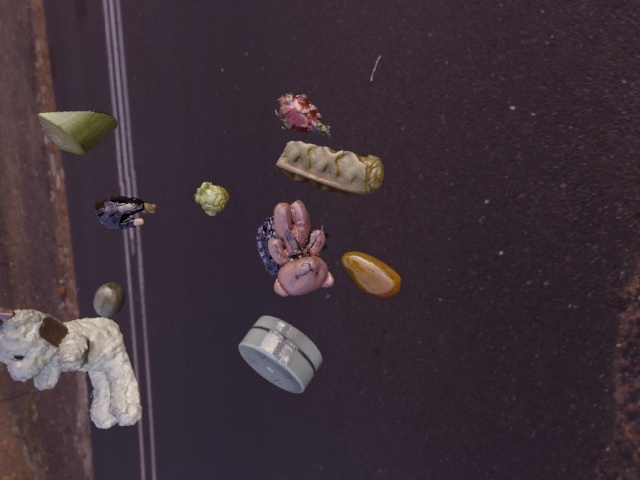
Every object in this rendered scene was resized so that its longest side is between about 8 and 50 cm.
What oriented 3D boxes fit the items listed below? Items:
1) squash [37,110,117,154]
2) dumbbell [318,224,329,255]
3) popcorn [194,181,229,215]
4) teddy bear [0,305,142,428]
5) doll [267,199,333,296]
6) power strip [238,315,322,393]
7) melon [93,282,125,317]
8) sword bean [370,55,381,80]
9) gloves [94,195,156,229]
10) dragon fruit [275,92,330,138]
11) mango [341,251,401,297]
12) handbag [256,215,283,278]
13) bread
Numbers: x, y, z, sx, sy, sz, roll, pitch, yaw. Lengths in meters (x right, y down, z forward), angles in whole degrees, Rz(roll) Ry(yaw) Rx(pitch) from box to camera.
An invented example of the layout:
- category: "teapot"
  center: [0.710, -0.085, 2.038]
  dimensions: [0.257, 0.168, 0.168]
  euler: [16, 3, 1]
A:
- category: "squash"
  center: [-0.875, -0.411, 1.682]
  dimensions: [0.204, 0.155, 0.237]
  euler: [27, 161, -5]
- category: "dumbbell"
  center: [0.000, 0.000, 1.993]
  dimensions: [0.069, 0.069, 0.147]
  euler: [-21, 53, 48]
- category: "popcorn"
  center: [-0.470, -0.189, 2.008]
  dimensions: [0.136, 0.141, 0.162]
  euler: [-4, 117, 18]
- category: "teddy bear"
  center: [-0.697, 0.336, 1.170]
  dimensions: [0.328, 0.362, 0.375]
  euler: [-21, 78, 37]
- category: "doll"
  center: [-0.063, 0.027, 1.431]
  dimensions: [0.156, 0.201, 0.303]
  euler: [-168, 66, -69]
- category: "power strip"
  center: [-0.174, 0.484, 1.942]
  dimensions: [0.358, 0.161, 0.357]
  euler: [26, 147, 18]
- category: "melon"
  center: [-0.711, 0.202, 1.541]
  dimensions: [0.098, 0.098, 0.130]
  euler: [38, 115, 35]
- category: "sword bean"
  center: [0.176, -0.551, 1.467]
  dimensions: [0.012, 0.012, 0.083]
  euler: [32, 109, 38]
- category: "gloves"
  center: [-0.730, -0.115, 1.737]
  dimensions: [0.124, 0.204, 0.164]
  euler: [81, 165, -60]
- category: "dragon fruit"
  center: [-0.059, -0.446, 1.681]
  dimensions: [0.135, 0.236, 0.137]
  euler: [-57, 7, -1]
- category: "mango"
  center: [0.189, 0.133, 1.767]
  dimensions: [0.253, 0.113, 0.138]
  euler: [32, 114, 6]
- category: "handbag"
  center: [-0.132, 0.010, 1.653]
  dimensions: [0.127, 0.208, 0.228]
  euler: [0, 108, 45]
- category: "bread"
  center: [0.021, -0.149, 0.994]
  dimensions: [0.128, 0.232, 0.087]
  euler: [96, -173, -68]
